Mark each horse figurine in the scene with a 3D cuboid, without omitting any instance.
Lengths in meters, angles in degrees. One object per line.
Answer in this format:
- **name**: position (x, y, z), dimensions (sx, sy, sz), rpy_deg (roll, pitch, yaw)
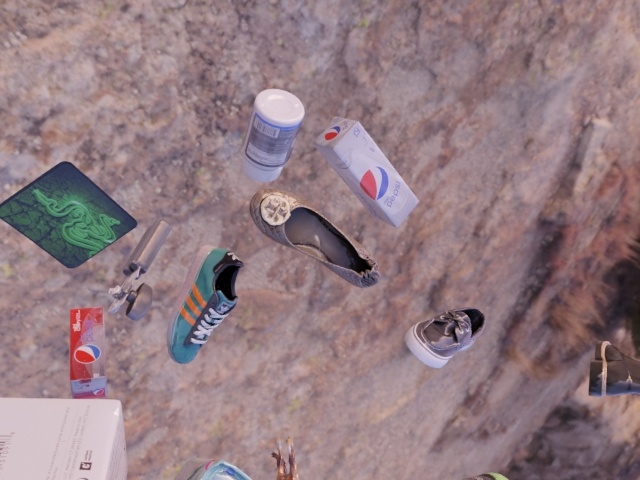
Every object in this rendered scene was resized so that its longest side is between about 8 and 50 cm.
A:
- **horse figurine**: position (-0.083, 0.553, 1.638), dimensions (0.066, 0.174, 0.263), rpy_deg (-4, 166, -4)

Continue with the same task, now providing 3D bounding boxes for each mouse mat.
- **mouse mat**: position (-0.420, -0.038, 1.167), dimensions (0.153, 0.007, 0.189), rpy_deg (-34, 138, 5)

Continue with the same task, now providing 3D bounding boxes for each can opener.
- **can opener**: position (-0.420, 0.069, 1.648), dimensions (0.074, 0.093, 0.280), rpy_deg (-31, -147, 40)

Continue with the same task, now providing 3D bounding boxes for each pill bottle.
- **pill bottle**: position (-0.078, -0.160, 1.088), dimensions (0.078, 0.078, 0.137), rpy_deg (-32, 158, -37)

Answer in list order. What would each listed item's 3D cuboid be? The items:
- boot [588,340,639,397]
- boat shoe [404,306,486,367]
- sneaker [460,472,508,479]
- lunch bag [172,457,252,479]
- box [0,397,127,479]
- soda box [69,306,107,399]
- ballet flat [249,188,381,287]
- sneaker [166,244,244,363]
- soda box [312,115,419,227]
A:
- **boot**: position (0.506, 0.216, 1.111), dimensions (0.198, 0.137, 0.076), rpy_deg (-20, 112, -63)
- **boat shoe**: position (0.212, 0.145, 1.122), dimensions (0.076, 0.080, 0.228), rpy_deg (-52, 153, 20)
- **sneaker**: position (0.192, 0.638, 1.457), dimensions (0.202, 0.185, 0.483), rpy_deg (25, 113, -41)
- **lunch bag**: position (-0.066, 0.359, 0.736), dimensions (0.160, 0.262, 0.223), rpy_deg (-50, -179, -23)
- **box**: position (-0.310, 0.273, 0.737), dimensions (0.182, 0.181, 0.119), rpy_deg (3, 127, -7)
- **soda box**: position (-0.620, 0.297, 1.858), dimensions (0.092, 0.263, 0.083), rpy_deg (-4, 129, -16)
- **ballet flat**: position (0.000, 0.000, 1.084), dimensions (0.250, 0.058, 0.084), rpy_deg (36, 79, -22)
- **sneaker**: position (-0.276, 0.165, 1.692), dimensions (0.108, 0.121, 0.302), rpy_deg (20, 87, -60)
- **soda box**: position (0.111, -0.159, 1.646), dimensions (0.091, 0.098, 0.286), rpy_deg (-49, 125, -10)
